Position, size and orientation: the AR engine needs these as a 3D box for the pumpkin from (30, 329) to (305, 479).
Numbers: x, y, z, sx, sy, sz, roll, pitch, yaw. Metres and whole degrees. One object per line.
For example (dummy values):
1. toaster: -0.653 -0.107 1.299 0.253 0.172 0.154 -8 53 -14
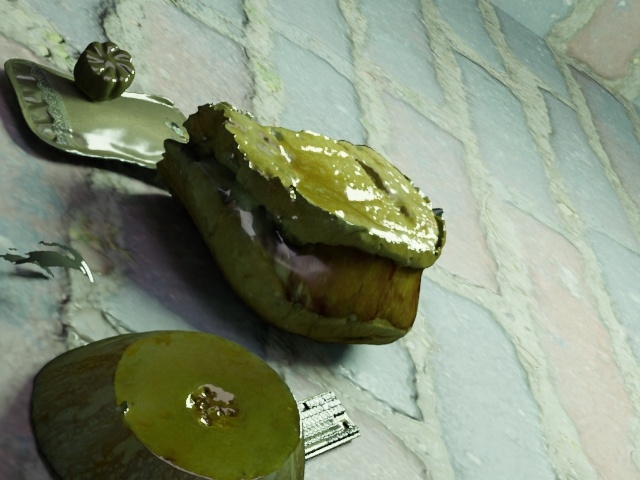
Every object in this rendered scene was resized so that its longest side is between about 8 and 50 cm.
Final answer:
1. pumpkin: -0.087 0.127 0.973 0.217 0.110 0.217 30 31 -21

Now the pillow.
1. pillow: -0.193 -0.108 1.301 0.217 0.033 0.130 15 36 -43

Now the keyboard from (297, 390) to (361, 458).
1. keyboard: -0.011 0.154 1.137 0.049 0.015 0.129 48 25 18

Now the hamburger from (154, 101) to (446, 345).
1. hamburger: 0.000 0.000 1.276 0.308 0.132 0.211 17 33 -42

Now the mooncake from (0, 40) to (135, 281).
1. mooncake: -0.207 -0.066 1.161 0.150 0.057 0.347 5 38 -24
